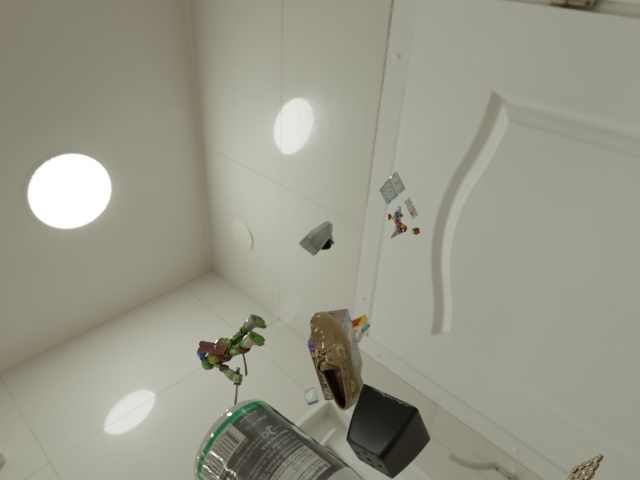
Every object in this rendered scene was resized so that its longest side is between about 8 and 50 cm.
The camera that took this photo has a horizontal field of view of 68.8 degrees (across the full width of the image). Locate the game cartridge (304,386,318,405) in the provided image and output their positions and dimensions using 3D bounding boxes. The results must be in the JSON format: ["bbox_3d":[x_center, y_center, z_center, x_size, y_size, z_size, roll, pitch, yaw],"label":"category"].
[{"bbox_3d":[-0.043,0.702,2.107,0.055,0.083,0.017,-22,-59,-1],"label":"game cartridge"}]

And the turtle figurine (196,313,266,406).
[{"bbox_3d":[-0.275,0.411,1.660,0.266,0.275,0.198,-44,-8,21],"label":"turtle figurine"}]

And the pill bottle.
[{"bbox_3d":[-0.050,0.474,0.869,0.204,0.361,0.204,-32,-45,-39],"label":"pill bottle"}]

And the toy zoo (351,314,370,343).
[{"bbox_3d":[0.129,0.469,2.334,0.030,0.293,0.192,53,-149,-14],"label":"toy zoo"}]

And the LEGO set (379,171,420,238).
[{"bbox_3d":[0.294,-0.118,1.801,0.060,0.244,0.182,-21,-9,-19],"label":"LEGO set"}]

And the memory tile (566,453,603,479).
[{"bbox_3d":[0.794,0.705,1.419,0.113,0.012,0.148,-29,-29,-36],"label":"memory tile"}]

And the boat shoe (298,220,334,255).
[{"bbox_3d":[0.001,-0.001,1.519,0.079,0.081,0.227,-42,-2,24],"label":"boat shoe"}]

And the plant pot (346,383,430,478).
[{"bbox_3d":[0.184,0.565,1.361,0.167,0.187,0.188,-48,-48,-30],"label":"plant pot"}]

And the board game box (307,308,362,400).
[{"bbox_3d":[0.068,0.475,1.958,0.232,0.141,0.291,-66,-37,-64],"label":"board game box"}]

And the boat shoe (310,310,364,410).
[{"bbox_3d":[0.044,0.411,1.619,0.121,0.341,0.110,-33,-11,36],"label":"boat shoe"}]
